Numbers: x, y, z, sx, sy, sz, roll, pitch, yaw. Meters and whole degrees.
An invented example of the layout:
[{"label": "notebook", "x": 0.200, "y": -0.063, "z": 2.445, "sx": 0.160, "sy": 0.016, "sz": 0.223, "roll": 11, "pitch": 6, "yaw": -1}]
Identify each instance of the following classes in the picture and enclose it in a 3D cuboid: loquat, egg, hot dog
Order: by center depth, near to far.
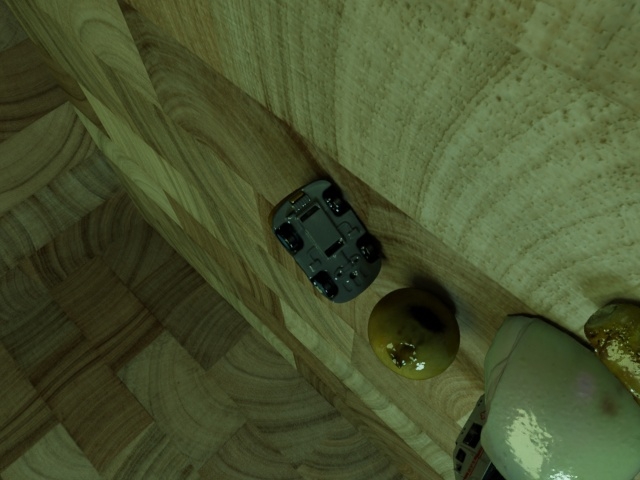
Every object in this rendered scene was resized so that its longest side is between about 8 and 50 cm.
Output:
[{"label": "hot dog", "x": 0.386, "y": 0.182, "z": 0.508, "sx": 0.289, "sy": 0.068, "sz": 0.083, "roll": 46, "pitch": 154, "yaw": 7}, {"label": "egg", "x": 0.305, "y": 0.257, "z": 0.678, "sx": 0.206, "sy": 0.162, "sz": 0.271, "roll": 28, "pitch": 154, "yaw": 47}, {"label": "loquat", "x": 0.151, "y": 0.149, "z": 0.823, "sx": 0.163, "sy": 0.163, "sz": 0.137, "roll": 33, "pitch": 120, "yaw": 37}]

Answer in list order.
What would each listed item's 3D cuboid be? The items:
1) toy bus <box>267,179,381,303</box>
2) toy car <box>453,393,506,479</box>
[{"label": "toy bus", "x": 0.000, "y": 0.000, "z": 0.889, "sx": 0.209, "sy": 0.126, "sz": 0.136, "roll": 53, "pitch": 168, "yaw": -18}, {"label": "toy car", "x": 0.284, "y": 0.370, "z": 0.870, "sx": 0.089, "sy": 0.209, "sz": 0.108, "roll": 44, "pitch": 162, "yaw": -28}]
